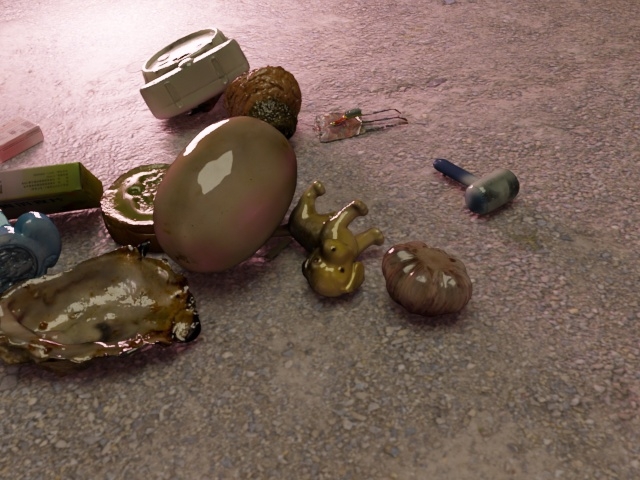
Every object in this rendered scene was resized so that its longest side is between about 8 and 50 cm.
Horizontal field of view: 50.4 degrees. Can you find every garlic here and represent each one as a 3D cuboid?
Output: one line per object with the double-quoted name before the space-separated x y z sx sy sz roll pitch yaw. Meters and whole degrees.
"garlic" 0.177 0.069 1.153 0.159 0.102 0.147 27 35 16

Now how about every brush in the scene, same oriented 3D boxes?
"brush" 0.060 -0.296 1.624 0.083 0.021 0.019 -24 46 -16
"brush" -0.081 0.017 1.298 0.016 0.013 0.083 22 40 21

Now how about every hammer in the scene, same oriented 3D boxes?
"hammer" 0.305 -0.125 1.395 0.116 0.069 0.194 -28 42 -24

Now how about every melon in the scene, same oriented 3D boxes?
"melon" -0.166 -0.087 1.231 0.223 0.223 0.317 16 56 22

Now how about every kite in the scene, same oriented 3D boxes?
"kite" 0.093 -0.285 1.631 0.229 0.016 0.127 -9 44 -5

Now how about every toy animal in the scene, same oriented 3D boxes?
"toy animal" 0.016 -0.004 1.240 0.168 0.121 0.233 -37 42 -8

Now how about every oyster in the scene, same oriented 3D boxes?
"oyster" -0.383 0.142 1.118 0.361 0.096 0.221 -22 49 -20

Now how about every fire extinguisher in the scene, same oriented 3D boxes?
"fire extinguisher" -0.281 -0.370 1.733 0.062 0.050 0.177 -9 36 25

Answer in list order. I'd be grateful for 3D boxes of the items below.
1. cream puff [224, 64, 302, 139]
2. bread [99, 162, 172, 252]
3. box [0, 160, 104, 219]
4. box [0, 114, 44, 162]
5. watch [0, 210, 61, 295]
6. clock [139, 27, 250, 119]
"cream puff" -0.122 -0.282 1.557 0.183 0.183 0.169 -12 65 -10
"bread" -0.327 -0.071 1.375 0.236 0.070 0.236 -2 40 1
"box" -0.578 -0.092 1.344 0.260 0.175 0.062 -7 82 -5
"box" -0.740 -0.243 1.625 0.089 0.043 0.125 26 49 30
"watch" -0.578 0.028 1.212 0.211 0.211 0.193 -31 37 -28
"clock" -0.330 -0.434 1.710 0.265 0.109 0.324 -30 32 -1
